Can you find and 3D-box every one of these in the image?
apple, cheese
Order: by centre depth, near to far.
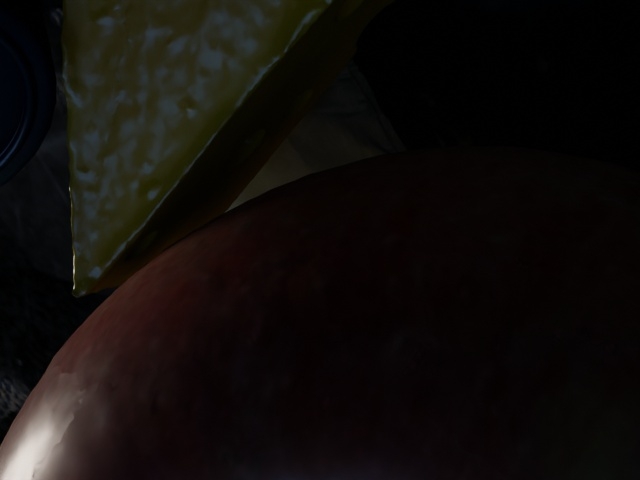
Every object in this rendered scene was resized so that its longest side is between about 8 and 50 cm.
[{"bbox_3d":[-0.040,-0.061,0.674,0.126,0.093,0.171,23,105,14],"label":"cheese"},{"bbox_3d":[0.048,0.119,0.681,0.345,0.269,0.344,4,106,16],"label":"apple"}]

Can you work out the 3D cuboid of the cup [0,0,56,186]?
[{"bbox_3d":[-0.160,-0.102,0.667,0.113,0.138,0.150,-11,135,-12],"label":"cup"}]

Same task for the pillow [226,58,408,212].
[{"bbox_3d":[0.000,0.000,0.789,0.128,0.051,0.229,-19,117,34],"label":"pillow"}]
